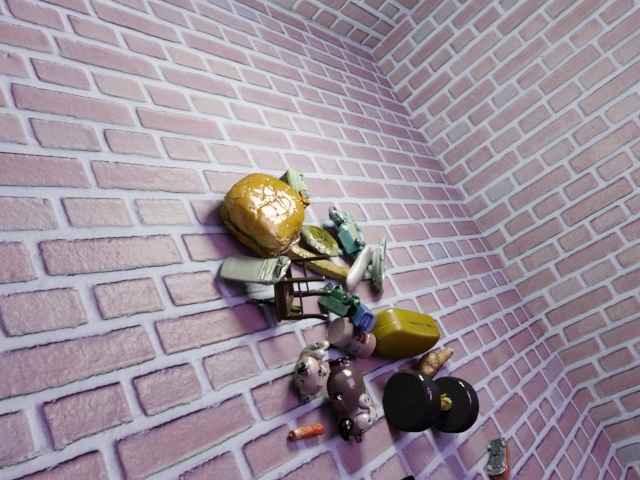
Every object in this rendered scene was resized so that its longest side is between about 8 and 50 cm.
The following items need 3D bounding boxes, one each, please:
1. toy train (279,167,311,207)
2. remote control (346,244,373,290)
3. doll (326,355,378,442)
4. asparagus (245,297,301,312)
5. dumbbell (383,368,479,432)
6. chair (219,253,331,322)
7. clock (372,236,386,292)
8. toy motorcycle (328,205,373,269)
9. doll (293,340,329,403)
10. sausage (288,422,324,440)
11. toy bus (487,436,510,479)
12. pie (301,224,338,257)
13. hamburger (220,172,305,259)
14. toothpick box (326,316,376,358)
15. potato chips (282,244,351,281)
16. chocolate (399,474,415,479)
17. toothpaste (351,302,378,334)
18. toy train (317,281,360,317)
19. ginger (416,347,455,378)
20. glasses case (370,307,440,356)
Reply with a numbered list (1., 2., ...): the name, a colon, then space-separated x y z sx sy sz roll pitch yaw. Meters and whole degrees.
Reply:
1. toy train: -0.104 -0.205 2.102 0.099 0.072 0.188 12 50 -38
2. remote control: 0.158 0.109 2.043 0.229 0.044 0.073 -52 136 -40
3. doll: 0.092 0.486 1.605 0.182 0.117 0.257 4 64 -60
4. asparagus: -0.146 0.208 1.689 0.233 0.023 0.022 17 2 -43
5. dumbbell: 0.393 0.571 1.846 0.322 0.204 0.203 20 44 -40
6. chair: -0.135 0.142 1.636 0.160 0.319 0.186 -78 164 -60
7. clock: 0.242 0.100 2.166 0.236 0.053 0.236 1 90 -80
8. toy motorcycle: 0.124 -0.013 2.185 0.296 0.109 0.198 62 20 1
9. doll: -0.029 0.386 1.580 0.095 0.149 0.192 9 25 8
10. sausage: -0.043 0.541 1.480 0.129 0.034 0.034 11 51 -47
11. toy bus: 0.710 0.872 2.075 0.077 0.079 0.174 54 31 -17
12. pie: 0.000 0.000 2.013 0.187 0.041 0.187 35 18 -13
13. hamburger: -0.181 -0.092 1.778 0.319 0.158 0.318 23 42 -23
14. toothpick box: 0.105 0.337 1.806 0.149 0.098 0.098 31 38 -29
15. potato chips: 0.001 0.088 1.956 0.407 0.057 0.080 25 38 -36
16. chocolate: 0.245 0.786 1.567 0.125 0.080 0.149 61 24 -7
17. toothpaste: 0.147 0.265 1.829 0.053 0.066 0.272 31 -1 -2
18. toy train: 0.065 0.211 1.829 0.070 0.099 0.172 16 4 -44
19. ginger: 0.462 0.481 2.104 0.086 0.131 0.294 19 15 31
20. glasses case: 0.310 0.359 1.969 0.371 0.173 0.141 19 45 -50
